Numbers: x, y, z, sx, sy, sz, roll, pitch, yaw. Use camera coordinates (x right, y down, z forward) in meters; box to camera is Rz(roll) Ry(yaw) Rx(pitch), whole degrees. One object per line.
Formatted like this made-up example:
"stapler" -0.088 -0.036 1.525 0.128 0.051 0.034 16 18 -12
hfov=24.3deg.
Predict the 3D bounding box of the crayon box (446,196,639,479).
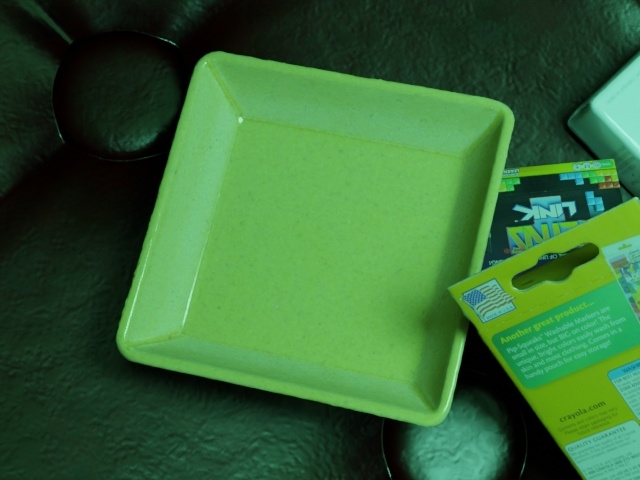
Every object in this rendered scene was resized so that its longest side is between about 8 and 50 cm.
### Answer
"crayon box" 0.292 0.108 1.372 0.203 0.083 0.323 -27 109 28

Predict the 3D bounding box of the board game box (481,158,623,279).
"board game box" 0.226 -0.007 1.512 0.170 0.048 0.141 -6 59 -2

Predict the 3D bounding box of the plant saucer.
"plant saucer" 0.000 0.000 1.477 0.332 0.081 0.333 11 74 11

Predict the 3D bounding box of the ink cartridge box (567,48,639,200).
"ink cartridge box" 0.503 -0.094 1.566 0.308 0.091 0.385 -42 88 -13
